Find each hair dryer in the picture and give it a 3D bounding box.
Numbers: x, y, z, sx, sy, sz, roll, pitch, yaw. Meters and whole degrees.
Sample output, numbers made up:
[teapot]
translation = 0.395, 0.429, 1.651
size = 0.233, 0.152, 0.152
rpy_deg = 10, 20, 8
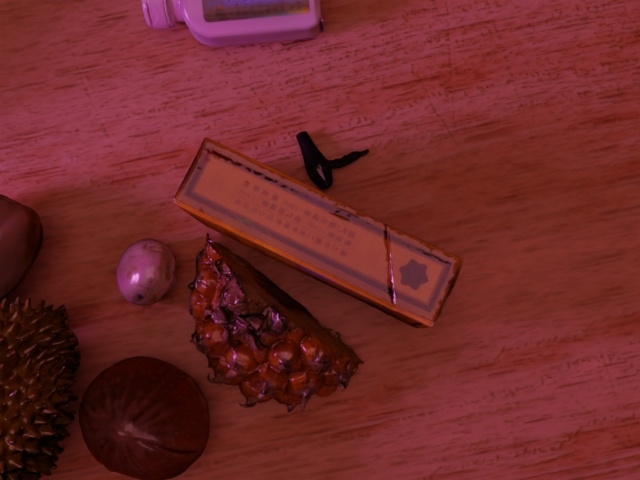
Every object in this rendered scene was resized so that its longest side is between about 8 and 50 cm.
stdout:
[hair dryer]
translation = 0.017, -0.109, 1.067
size = 0.083, 0.031, 0.079
rpy_deg = -19, 74, -14

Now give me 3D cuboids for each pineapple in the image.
[pineapple]
translation = -0.087, 0.117, 0.977
size = 0.250, 0.164, 0.140
rpy_deg = 39, 94, 2

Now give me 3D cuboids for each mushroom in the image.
[mushroom]
translation = -0.209, 0.039, 1.033
size = 0.083, 0.067, 0.083
rpy_deg = -14, 65, 32

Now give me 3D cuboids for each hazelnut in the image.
[hazelnut]
translation = -0.199, 0.202, 0.976
size = 0.150, 0.150, 0.150
rpy_deg = 0, 84, 2

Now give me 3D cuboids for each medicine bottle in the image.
[medicine bottle]
translation = -0.109, -0.304, 1.061
size = 0.219, 0.078, 0.115
rpy_deg = -5, 86, 1

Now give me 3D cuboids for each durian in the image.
[durian]
translation = -0.390, 0.191, 0.934
size = 0.293, 0.258, 0.258
rpy_deg = -34, 84, -5

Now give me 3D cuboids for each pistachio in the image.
[pistachio]
translation = -0.425, 0.023, 1.008
size = 0.215, 0.144, 0.144
rpy_deg = -36, 84, 11

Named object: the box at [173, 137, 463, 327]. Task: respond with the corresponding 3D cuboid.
[box]
translation = 0.000, 0.000, 0.966
size = 0.301, 0.193, 0.084
rpy_deg = 26, 86, 5
